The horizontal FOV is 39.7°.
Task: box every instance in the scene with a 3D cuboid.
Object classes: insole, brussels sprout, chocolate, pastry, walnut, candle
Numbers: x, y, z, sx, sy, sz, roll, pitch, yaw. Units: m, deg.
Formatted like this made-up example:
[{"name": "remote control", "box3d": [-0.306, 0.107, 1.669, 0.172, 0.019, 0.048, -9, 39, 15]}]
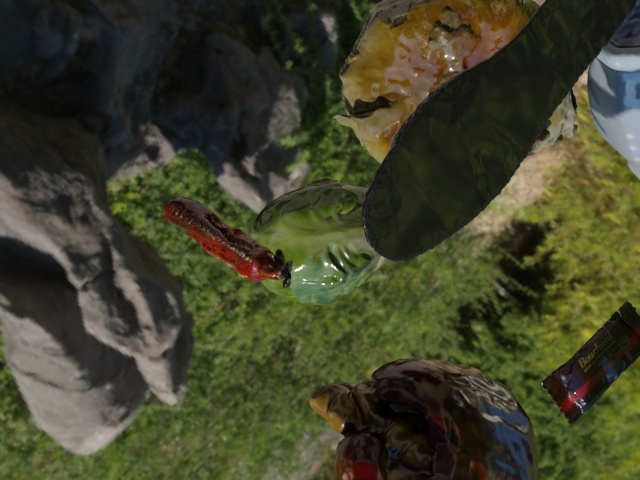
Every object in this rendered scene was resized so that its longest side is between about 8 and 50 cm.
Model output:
[{"name": "insole", "box3d": [0.151, -0.118, 0.692, 0.348, 0.009, 0.119, -49, 129, -13]}, {"name": "brussels sprout", "box3d": [0.000, 0.000, 1.489, 0.244, 0.244, 0.244, -44, 163, -17]}, {"name": "chocolate", "box3d": [0.388, 0.168, 1.225, 0.182, 0.086, 0.028, -38, -169, -10]}, {"name": "pastry", "box3d": [0.147, -0.168, 0.966, 0.257, 0.236, 0.121, -29, -160, 18]}, {"name": "walnut", "box3d": [0.101, 0.216, 0.938, 0.222, 0.244, 0.269, -51, 149, -4]}, {"name": "candle", "box3d": [-0.127, 0.003, 1.221, 0.084, 0.301, 0.059, 29, 89, -40]}]

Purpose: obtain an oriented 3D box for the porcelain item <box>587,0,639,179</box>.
[{"name": "porcelain item", "box3d": [0.594, -0.266, 1.568, 0.243, 0.178, 0.405, -55, 139, -9]}]
